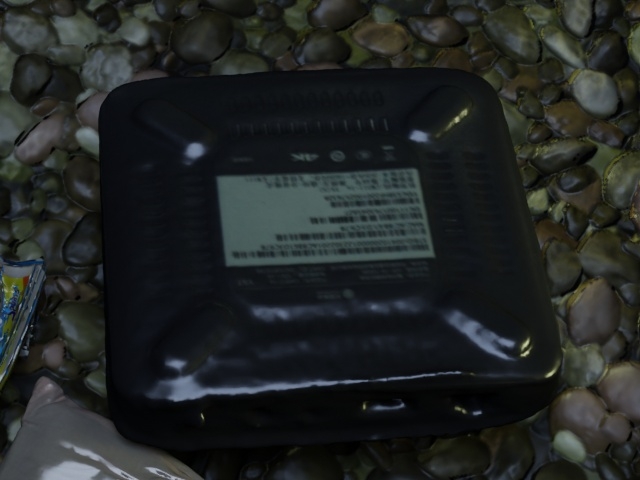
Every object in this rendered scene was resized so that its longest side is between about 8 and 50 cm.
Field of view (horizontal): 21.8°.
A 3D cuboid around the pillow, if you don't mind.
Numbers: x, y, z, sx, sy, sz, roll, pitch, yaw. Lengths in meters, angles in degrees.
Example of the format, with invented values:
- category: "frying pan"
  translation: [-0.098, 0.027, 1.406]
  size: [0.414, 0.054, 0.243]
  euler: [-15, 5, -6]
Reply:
- category: "pillow"
  translation: [-0.086, 0.207, 1.023]
  size: [0.270, 0.067, 0.173]
  euler: [20, 68, 6]

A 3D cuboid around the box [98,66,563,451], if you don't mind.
- category: "box"
  translation: [0.000, 0.000, 1.105]
  size: [0.290, 0.073, 0.289]
  euler: [-2, 53, -6]

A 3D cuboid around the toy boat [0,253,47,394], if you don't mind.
- category: "toy boat"
  translation: [-0.236, 0.095, 1.070]
  size: [0.084, 0.066, 0.210]
  euler: [10, 65, 4]
